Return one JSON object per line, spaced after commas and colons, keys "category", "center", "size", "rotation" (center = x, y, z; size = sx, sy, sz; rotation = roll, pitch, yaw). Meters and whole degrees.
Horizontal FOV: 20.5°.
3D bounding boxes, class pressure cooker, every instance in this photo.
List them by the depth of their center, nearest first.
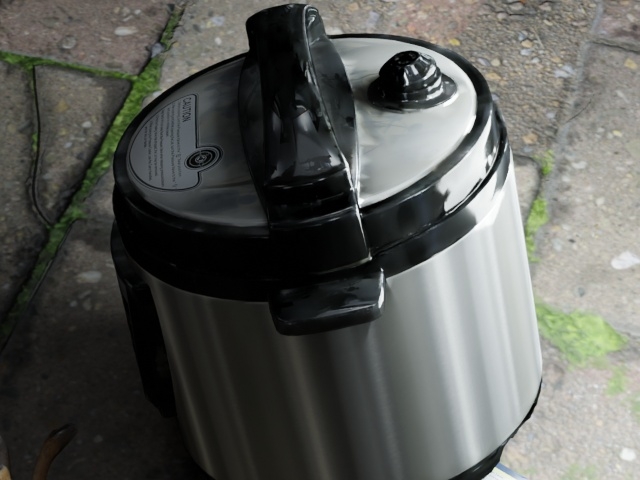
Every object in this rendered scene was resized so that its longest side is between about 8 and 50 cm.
{"category": "pressure cooker", "center": [0.006, -0.002, 1.614], "size": [0.370, 0.420, 0.375], "rotation": [21, 46, 39]}

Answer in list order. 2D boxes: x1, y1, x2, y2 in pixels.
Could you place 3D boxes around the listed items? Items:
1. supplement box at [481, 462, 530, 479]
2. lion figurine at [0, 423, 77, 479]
{"category": "supplement box", "center": [0.150, 0.261, 1.630], "size": [0.056, 0.083, 0.083], "rotation": [29, 50, 25]}
{"category": "lion figurine", "center": [-0.323, 0.328, 1.481], "size": [0.142, 0.240, 0.392], "rotation": [-1, 19, 44]}
